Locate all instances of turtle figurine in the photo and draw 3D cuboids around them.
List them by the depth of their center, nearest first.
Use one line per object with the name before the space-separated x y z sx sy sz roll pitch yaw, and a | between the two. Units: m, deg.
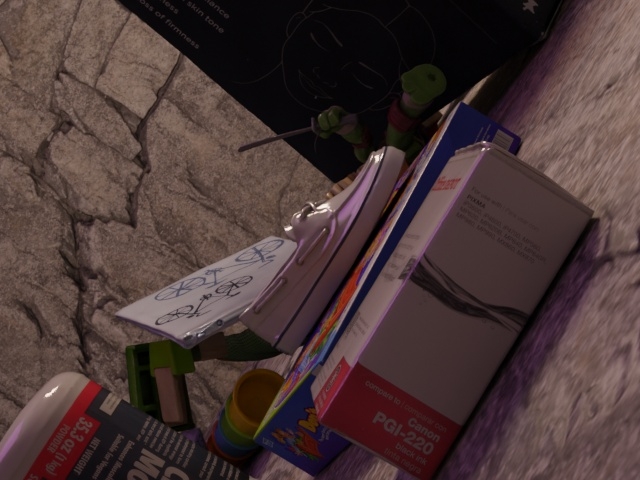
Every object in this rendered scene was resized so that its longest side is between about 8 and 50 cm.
turtle figurine | 0.074 -0.087 1.547 0.266 0.274 0.198 132 136 -53

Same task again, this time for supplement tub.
supplement tub | -0.157 0.254 1.028 0.191 0.272 0.191 -58 3 5

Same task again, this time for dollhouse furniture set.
dollhouse furniture set | -0.141 0.222 1.966 0.197 0.301 0.151 -14 83 57

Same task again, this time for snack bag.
snack bag | -0.132 0.077 1.908 0.323 0.037 0.342 -26 15 -23

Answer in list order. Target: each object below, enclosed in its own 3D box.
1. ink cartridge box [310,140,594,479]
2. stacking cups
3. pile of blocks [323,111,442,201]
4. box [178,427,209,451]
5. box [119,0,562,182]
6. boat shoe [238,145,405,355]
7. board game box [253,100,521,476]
ink cartridge box | 0.087 0.046 0.861 0.218 0.092 0.158 -60 3 0
stacking cups | -0.125 0.299 1.930 0.096 0.096 0.316 -60 1 -29
pile of blocks | 0.102 -0.091 2.043 0.362 0.112 0.149 -50 -9 18
box | -0.299 0.416 1.862 0.261 0.127 0.231 -20 9 3
box | 0.032 -0.407 1.712 0.471 0.480 0.297 -32 23 50
boat shoe | 0.000 0.000 1.308 0.258 0.084 0.095 -59 2 3
board game box | 0.069 0.051 1.248 0.347 0.078 0.233 -60 3 -33
